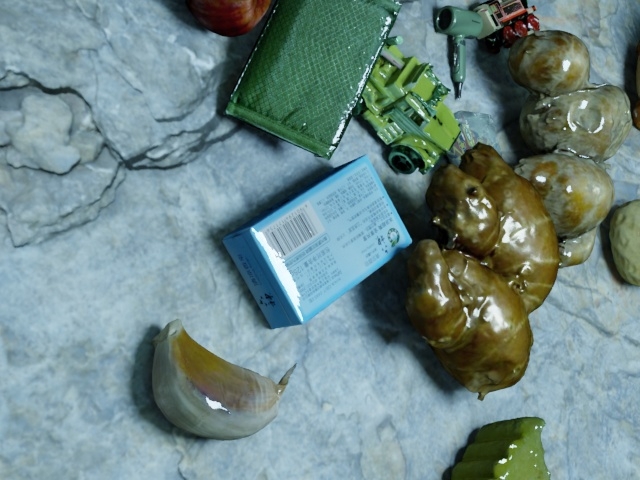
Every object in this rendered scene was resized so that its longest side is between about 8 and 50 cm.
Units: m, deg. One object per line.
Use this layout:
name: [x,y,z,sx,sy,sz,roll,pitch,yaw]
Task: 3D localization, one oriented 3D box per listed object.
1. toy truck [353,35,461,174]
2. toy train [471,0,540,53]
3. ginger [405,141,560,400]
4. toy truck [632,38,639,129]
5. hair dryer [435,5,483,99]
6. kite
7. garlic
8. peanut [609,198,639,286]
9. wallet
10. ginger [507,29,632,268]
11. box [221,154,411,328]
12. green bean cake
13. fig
toy truck: [0.109,-0.220,1.343,0.259,0.135,0.128,48,58,-21]
toy train: [0.316,-0.373,1.574,0.138,0.050,0.087,-30,94,-36]
ginger: [0.226,0.029,1.349,0.274,0.152,0.357,35,65,-30]
toy truck: [0.713,-0.296,1.738,0.288,0.211,0.204,19,71,-27]
hair dryer: [0.227,-0.302,1.502,0.071,0.047,0.150,2,85,-36]
kite: [0.262,-0.093,1.496,0.141,0.015,0.245,-15,89,-35]
garlic: [-0.113,0.180,1.132,0.198,0.090,0.129,20,56,-26]
peanut: [0.570,0.006,1.631,0.140,0.109,0.159,-15,87,-36]
wallet: [-0.010,-0.242,1.245,0.160,0.055,0.236,25,89,3]
ginger: [0.391,-0.141,1.503,0.256,0.176,0.375,8,85,-44]
box: [0.000,0.000,1.250,0.232,0.083,0.143,-35,100,-36]
green bean cake: [0.285,0.401,1.336,0.233,0.124,0.236,-45,106,-32]
fig: [-0.133,-0.328,1.212,0.150,0.128,0.128,-10,85,-9]
